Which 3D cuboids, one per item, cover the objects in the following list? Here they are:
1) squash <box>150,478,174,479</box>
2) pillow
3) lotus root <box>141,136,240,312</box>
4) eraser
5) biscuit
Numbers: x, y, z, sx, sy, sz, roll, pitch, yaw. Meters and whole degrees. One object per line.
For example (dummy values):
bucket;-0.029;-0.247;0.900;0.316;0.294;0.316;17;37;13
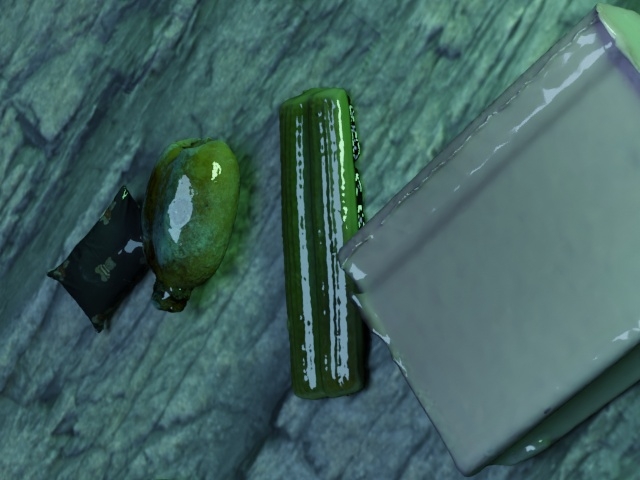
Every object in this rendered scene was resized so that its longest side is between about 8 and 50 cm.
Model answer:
squash;-0.230;0.301;1.980;0.239;0.069;0.069;-13;78;35
pillow;-0.234;0.021;2.020;0.150;0.048;0.090;-47;58;22
lotus root;-0.141;-0.016;1.930;0.113;0.088;0.192;17;97;53
eraser;0.214;0.006;1.638;0.359;0.122;0.272;-45;63;27
biscuit;0.000;0.000;1.852;0.099;0.038;0.322;-9;81;40
